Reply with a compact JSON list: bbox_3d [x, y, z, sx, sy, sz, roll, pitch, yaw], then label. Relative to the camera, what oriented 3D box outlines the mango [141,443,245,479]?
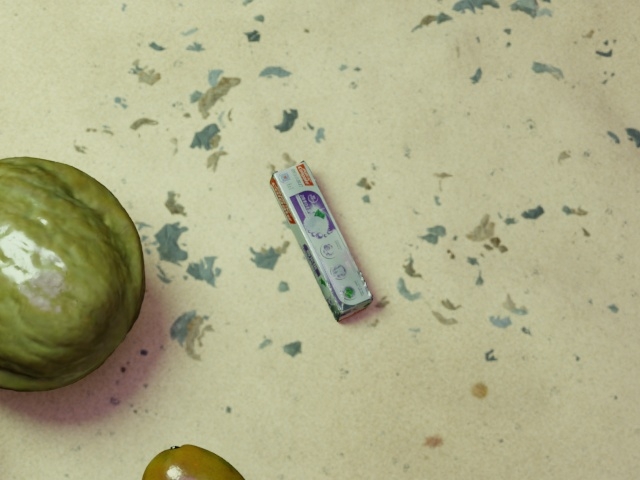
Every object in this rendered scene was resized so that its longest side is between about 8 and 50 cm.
[{"bbox_3d":[-0.128,0.300,1.731,0.163,0.089,0.111,32,84,-5],"label":"mango"}]

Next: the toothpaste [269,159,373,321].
[{"bbox_3d":[0.000,0.000,1.860,0.047,0.040,0.196,-22,76,-16],"label":"toothpaste"}]

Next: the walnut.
[{"bbox_3d":[-0.331,0.034,1.719,0.283,0.227,0.283,-1,80,4],"label":"walnut"}]
